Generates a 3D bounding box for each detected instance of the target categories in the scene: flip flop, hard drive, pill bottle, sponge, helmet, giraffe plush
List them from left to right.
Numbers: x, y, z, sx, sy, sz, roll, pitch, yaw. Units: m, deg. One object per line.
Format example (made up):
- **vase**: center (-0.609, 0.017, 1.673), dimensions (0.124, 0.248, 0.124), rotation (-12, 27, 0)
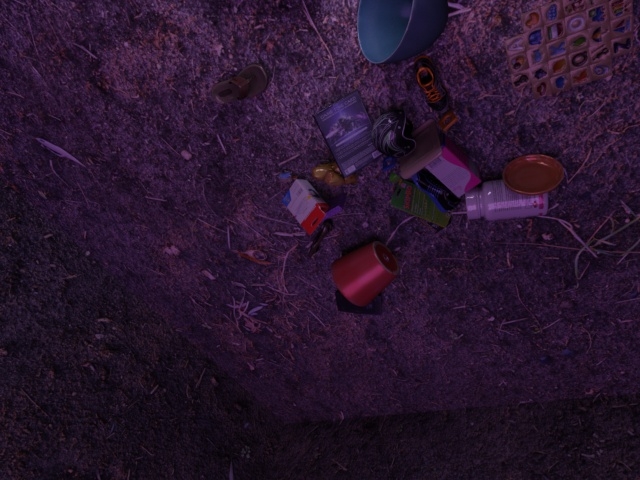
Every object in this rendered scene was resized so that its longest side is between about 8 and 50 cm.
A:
- **flip flop**: center (-0.323, -0.602, 1.591), dimensions (0.278, 0.080, 0.112), rotation (-10, 126, 25)
- **sponge**: center (0.024, -0.137, 1.862), dimensions (0.210, 0.117, 0.031), rotation (-28, 116, 34)
- **giraffe plush**: center (0.087, -0.321, 1.670), dimensions (0.211, 0.181, 0.170), rotation (20, 112, 14)
- **hard drive**: center (0.216, 0.339, 2.259), dimensions (0.255, 0.054, 0.171), rotation (2, 130, 16)
- **helmet**: center (0.272, -0.404, 1.523), dimensions (0.162, 0.169, 0.170), rotation (32, 134, -33)
- **pill bottle**: center (0.723, -0.162, 1.591), dimensions (0.284, 0.160, 0.160), rotation (-5, 128, 21)

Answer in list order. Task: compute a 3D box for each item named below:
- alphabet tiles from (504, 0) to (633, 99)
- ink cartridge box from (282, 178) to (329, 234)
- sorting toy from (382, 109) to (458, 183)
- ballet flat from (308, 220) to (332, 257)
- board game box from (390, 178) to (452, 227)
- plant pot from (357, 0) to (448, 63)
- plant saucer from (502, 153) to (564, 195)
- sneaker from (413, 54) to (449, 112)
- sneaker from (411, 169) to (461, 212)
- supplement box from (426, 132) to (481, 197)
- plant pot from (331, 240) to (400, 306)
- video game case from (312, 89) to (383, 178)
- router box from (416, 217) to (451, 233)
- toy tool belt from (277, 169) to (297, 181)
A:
- **alphabet tiles**: center (0.780, -0.617, 1.280), dimensions (0.343, 0.011, 0.285), rotation (-13, 125, 26)
- **ink cartridge box**: center (-0.055, -0.148, 1.804), dimensions (0.231, 0.078, 0.134), rotation (52, 122, 23)
- **sorting toy**: center (0.379, -0.342, 1.532), dimensions (0.047, 0.195, 0.348), rotation (27, 136, -32)
- **ballet flat**: center (0.000, 0.000, 2.020), dimensions (0.058, 0.084, 0.249), rotation (25, 127, -3)
- **board game box**: center (0.435, -0.159, 1.725), dimensions (0.260, 0.039, 0.124), rotation (22, 92, -4)
- **plant pot**: center (0.269, -0.688, 1.233), dimensions (0.196, 0.290, 0.290), rotation (-7, 139, -25)
- **plant saucer**: center (0.779, -0.237, 1.489), dimensions (0.200, 0.199, 0.037), rotation (-6, 142, 22)
- **sneaker**: center (0.386, -0.537, 1.425), dimensions (0.084, 0.083, 0.214), rotation (-23, 121, 31)
- **sneaker**: center (0.474, -0.219, 1.652), dimensions (0.232, 0.081, 0.090), rotation (45, 140, -7)
- **supplement box**: center (0.509, -0.292, 1.579), dimensions (0.220, 0.113, 0.111), rotation (39, 129, -15)
- **plant pot**: center (0.232, 0.146, 1.968), dimensions (0.275, 0.274, 0.243), rotation (41, 119, -18)
- **video game case**: center (0.115, -0.407, 1.568), dimensions (0.196, 0.026, 0.274), rotation (-32, 114, -7)
- **router box**: center (0.504, -0.095, 1.801), dimensions (0.123, 0.038, 0.092), rotation (37, 129, -15)
- **toy tool belt**: center (-0.149, -0.292, 1.827), dimensions (0.084, 0.052, 0.051), rotation (-3, 137, 19)
